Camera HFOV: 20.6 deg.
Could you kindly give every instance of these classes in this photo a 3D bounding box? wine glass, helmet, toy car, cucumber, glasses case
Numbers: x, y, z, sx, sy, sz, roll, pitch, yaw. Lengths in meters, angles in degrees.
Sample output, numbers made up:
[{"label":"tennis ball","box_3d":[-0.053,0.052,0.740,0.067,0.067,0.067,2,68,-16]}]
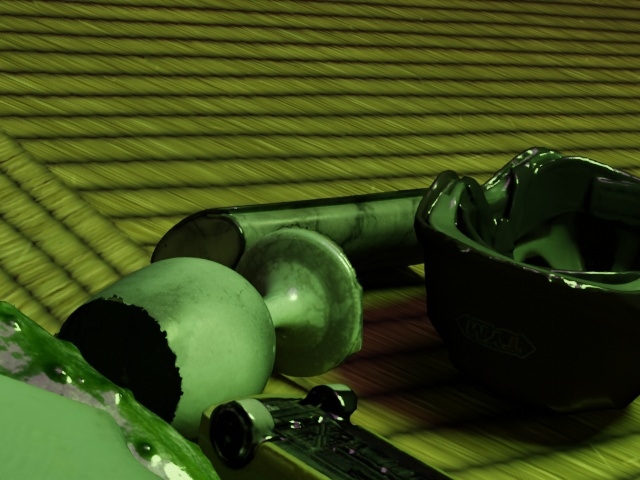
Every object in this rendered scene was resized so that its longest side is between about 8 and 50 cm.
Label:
[{"label":"wine glass","box_3d":[-0.074,0.066,1.222,0.126,0.126,0.241,29,21,23]},{"label":"helmet","box_3d":[0.189,0.048,1.408,0.225,0.177,0.305,26,29,31]},{"label":"toy car","box_3d":[0.030,0.180,1.044,0.101,0.124,0.257,-4,22,-45]},{"label":"cucumber","box_3d":[-0.124,0.145,1.003,0.244,0.134,0.134,30,24,17]},{"label":"glasses case","box_3d":[0.000,0.000,1.478,0.299,0.114,0.060,-7,73,-48]}]

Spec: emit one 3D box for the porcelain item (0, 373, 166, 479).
[{"label":"porcelain item","box_3d":[-0.224,0.171,0.807,0.286,0.157,0.281,19,24,-2]}]
